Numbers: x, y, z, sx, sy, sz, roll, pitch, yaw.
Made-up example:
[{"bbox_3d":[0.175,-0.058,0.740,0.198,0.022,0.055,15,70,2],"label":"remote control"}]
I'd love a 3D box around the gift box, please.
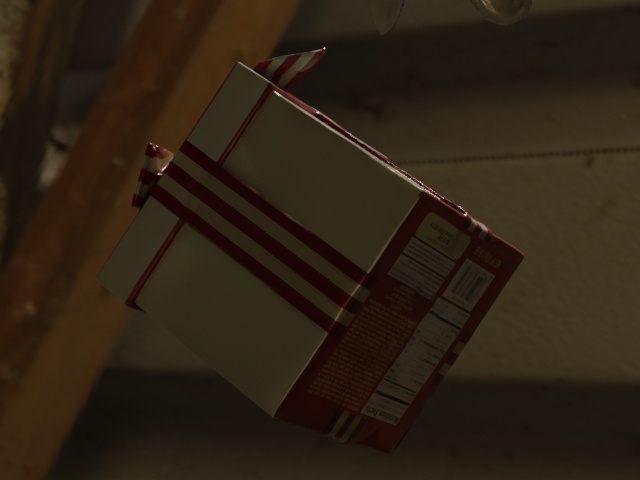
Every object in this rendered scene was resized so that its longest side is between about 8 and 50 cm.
[{"bbox_3d":[0.000,0.000,1.446,0.258,0.255,0.276,35,-91,32],"label":"gift box"}]

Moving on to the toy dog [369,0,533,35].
[{"bbox_3d":[0.029,-0.215,1.047,0.220,0.333,0.161,39,-106,8],"label":"toy dog"}]
